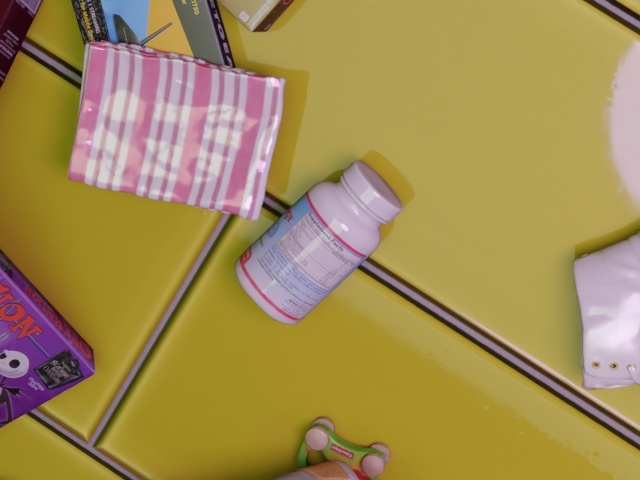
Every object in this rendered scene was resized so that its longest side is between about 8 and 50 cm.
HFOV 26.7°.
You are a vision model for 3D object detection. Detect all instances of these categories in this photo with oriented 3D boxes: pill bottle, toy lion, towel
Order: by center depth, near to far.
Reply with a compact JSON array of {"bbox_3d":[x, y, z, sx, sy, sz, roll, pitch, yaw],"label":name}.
[{"bbox_3d":[-0.139,-0.104,1.285,0.197,0.029,0.144,13,105,7],"label":"towel"},{"bbox_3d":[0.000,0.000,1.293,0.160,0.087,0.087,-44,89,15],"label":"pill bottle"},{"bbox_3d":[0.021,0.240,1.363,0.100,0.034,0.096,25,111,6],"label":"toy lion"}]

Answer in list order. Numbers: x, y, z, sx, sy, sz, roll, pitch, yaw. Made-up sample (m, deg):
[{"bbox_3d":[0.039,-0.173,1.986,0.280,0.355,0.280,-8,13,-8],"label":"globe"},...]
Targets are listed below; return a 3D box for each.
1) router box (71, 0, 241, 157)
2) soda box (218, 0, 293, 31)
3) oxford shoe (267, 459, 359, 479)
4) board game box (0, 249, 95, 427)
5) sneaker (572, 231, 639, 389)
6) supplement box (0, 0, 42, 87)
[{"bbox_3d":[-0.157,-0.183,1.312,0.133,0.046,0.179,-14,98,13],"label":"router box"},{"bbox_3d":[-0.019,-0.280,1.259,0.058,0.061,0.181,44,105,2],"label":"soda box"},{"bbox_3d":[0.082,0.399,1.323,0.449,0.130,0.169,58,150,-11],"label":"oxford shoe"},{"bbox_3d":[-0.401,0.060,1.305,0.208,0.056,0.347,-33,125,5],"label":"board game box"},{"bbox_3d":[0.333,0.130,1.246,0.169,0.108,0.292,-21,85,16],"label":"sneaker"},{"bbox_3d":[-0.374,-0.183,1.310,0.130,0.073,0.239,24,85,7],"label":"supplement box"}]
